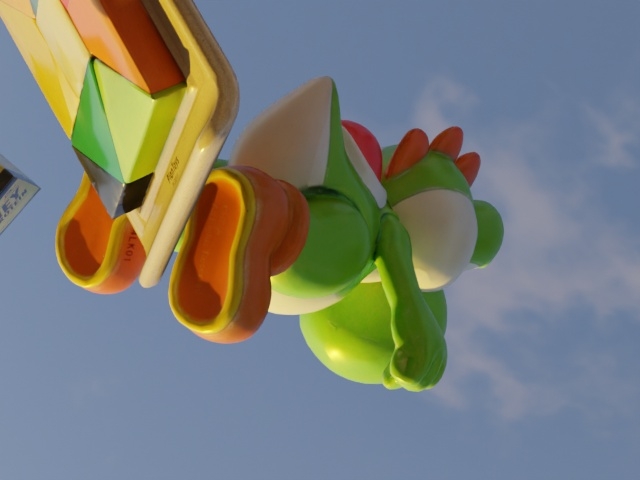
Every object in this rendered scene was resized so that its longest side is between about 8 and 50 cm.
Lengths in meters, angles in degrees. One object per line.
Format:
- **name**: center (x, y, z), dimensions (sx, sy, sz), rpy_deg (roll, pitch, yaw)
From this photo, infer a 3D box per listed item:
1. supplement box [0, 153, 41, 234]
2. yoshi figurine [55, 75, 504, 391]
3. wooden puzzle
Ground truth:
- **supplement box**: center (-0.240, -0.044, 0.996), dimensions (0.083, 0.083, 0.056), rpy_deg (40, -91, 3)
- **yoshi figurine**: center (-0.001, 0.028, 1.033), dimensions (0.203, 0.362, 0.203), rpy_deg (-31, -108, 32)
- **wooden puzzle**: center (-0.122, -0.111, 0.786), dimensions (0.238, 0.044, 0.221), rpy_deg (64, -22, 13)
